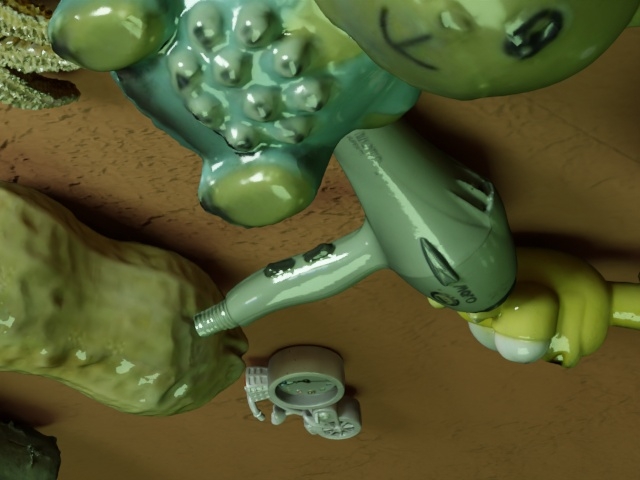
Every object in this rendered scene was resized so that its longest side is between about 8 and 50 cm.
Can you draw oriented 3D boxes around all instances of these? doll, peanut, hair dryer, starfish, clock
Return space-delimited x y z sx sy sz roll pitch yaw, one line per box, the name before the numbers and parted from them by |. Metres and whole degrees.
doll | 0.217 0.051 1.113 0.291 0.086 0.117 4 -172 -7
peanut | -0.168 0.046 1.070 0.290 0.130 0.130 26 143 -38
hair dryer | 0.008 -0.022 0.984 0.225 0.088 0.219 -8 137 6
starfish | -0.214 -0.128 0.833 0.240 0.043 0.227 -3 149 14
clock | -0.011 0.134 1.319 0.087 0.041 0.129 -13 144 16
doll | 0.028 -0.129 0.706 0.260 0.161 0.177 -20 124 35

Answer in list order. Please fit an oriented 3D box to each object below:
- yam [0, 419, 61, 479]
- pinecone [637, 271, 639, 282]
yam | -0.383 0.204 1.332 0.304 0.168 0.168 23 145 -38
pinecone | 0.300 0.009 0.883 0.243 0.243 0.257 -3 142 5
